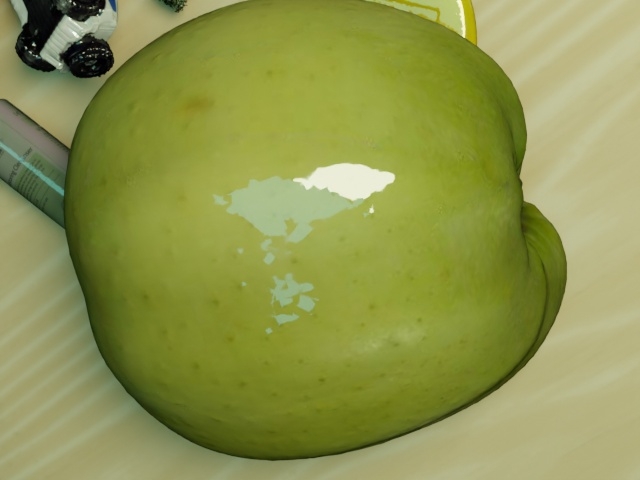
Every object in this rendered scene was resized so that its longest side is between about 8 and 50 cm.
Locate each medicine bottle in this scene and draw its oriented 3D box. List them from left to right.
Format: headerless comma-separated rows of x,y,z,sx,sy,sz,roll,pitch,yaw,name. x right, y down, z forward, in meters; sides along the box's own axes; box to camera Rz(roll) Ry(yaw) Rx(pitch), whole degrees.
-0.260,-0.079,0.850,0.199,0.057,0.057,39,105,1,medicine bottle

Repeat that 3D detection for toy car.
-0.213,-0.205,0.797,0.080,0.070,0.171,-42,68,37,toy car

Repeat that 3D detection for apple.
0.000,0.000,0.770,0.360,0.320,0.312,-12,65,12,apple

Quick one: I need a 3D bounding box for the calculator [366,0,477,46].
0.045,-0.115,0.797,0.146,0.032,0.235,14,105,8,calculator

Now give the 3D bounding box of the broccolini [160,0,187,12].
-0.146,-0.274,0.782,0.052,0.054,0.194,7,127,50,broccolini
